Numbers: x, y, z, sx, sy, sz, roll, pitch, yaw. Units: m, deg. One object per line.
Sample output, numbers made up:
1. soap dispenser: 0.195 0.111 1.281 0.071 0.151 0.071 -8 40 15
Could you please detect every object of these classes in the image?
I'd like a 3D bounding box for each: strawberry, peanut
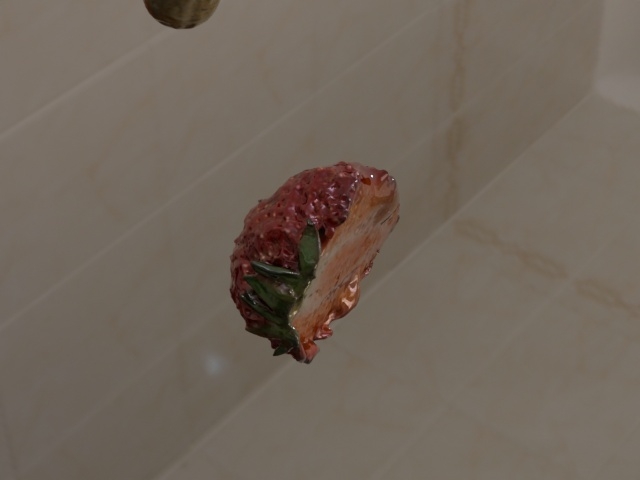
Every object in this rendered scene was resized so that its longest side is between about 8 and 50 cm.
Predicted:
1. strawberry: 0.000 0.000 0.976 0.082 0.187 0.146 34 -62 15
2. peanut: -0.138 -0.289 1.482 0.099 0.099 0.214 49 -20 1
